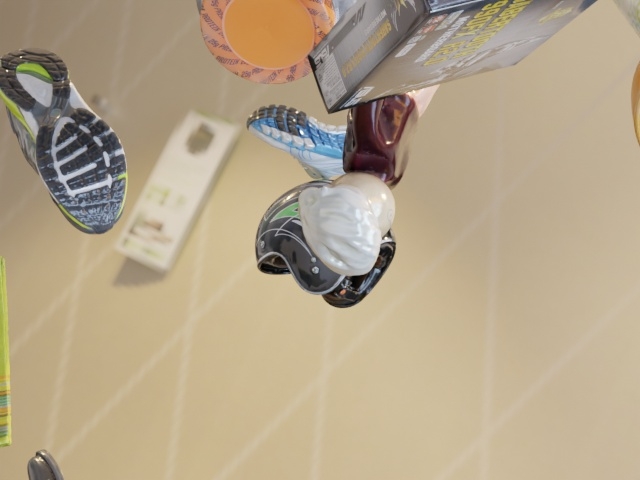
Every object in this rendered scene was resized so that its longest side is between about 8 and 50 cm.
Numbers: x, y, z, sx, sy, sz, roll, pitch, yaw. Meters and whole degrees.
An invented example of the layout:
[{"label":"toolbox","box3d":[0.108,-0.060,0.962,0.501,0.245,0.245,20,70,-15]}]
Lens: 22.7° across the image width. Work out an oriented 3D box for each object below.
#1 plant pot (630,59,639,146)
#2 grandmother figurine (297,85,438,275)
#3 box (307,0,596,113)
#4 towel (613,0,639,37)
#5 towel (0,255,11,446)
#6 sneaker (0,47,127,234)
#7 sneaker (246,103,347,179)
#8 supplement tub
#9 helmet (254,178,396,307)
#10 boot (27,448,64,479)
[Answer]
[{"label":"plant pot","box3d":[0.429,-0.185,1.705,0.205,0.205,0.188,29,33,-17]},{"label":"grandmother figurine","box3d":[0.068,-0.126,1.520,0.104,0.342,0.208,11,-23,24]},{"label":"box","box3d":[0.111,-0.175,1.218,0.183,0.056,0.231,-16,-8,-22]},{"label":"towel","box3d":[0.471,-0.449,2.036,0.090,0.374,0.320,11,31,-16]},{"label":"towel","box3d":[-0.427,0.133,1.918,0.102,0.237,0.021,-2,-18,-12]},{"label":"sneaker","box3d":[-0.319,-0.112,2.011,0.121,0.111,0.300,88,-23,-51]},{"label":"sneaker","box3d":[-0.014,-0.117,2.108,0.191,0.071,0.083,16,-47,-19]},{"label":"supplement tub","box3d":[-0.040,-0.333,1.907,0.194,0.316,0.193,5,-53,7]},{"label":"helmet","box3d":[0.000,0.000,2.107,0.161,0.169,0.169,42,-4,22]},{"label":"boot","box3d":[-0.444,0.406,2.121,0.229,0.263,0.091,-8,-39,-11]}]
